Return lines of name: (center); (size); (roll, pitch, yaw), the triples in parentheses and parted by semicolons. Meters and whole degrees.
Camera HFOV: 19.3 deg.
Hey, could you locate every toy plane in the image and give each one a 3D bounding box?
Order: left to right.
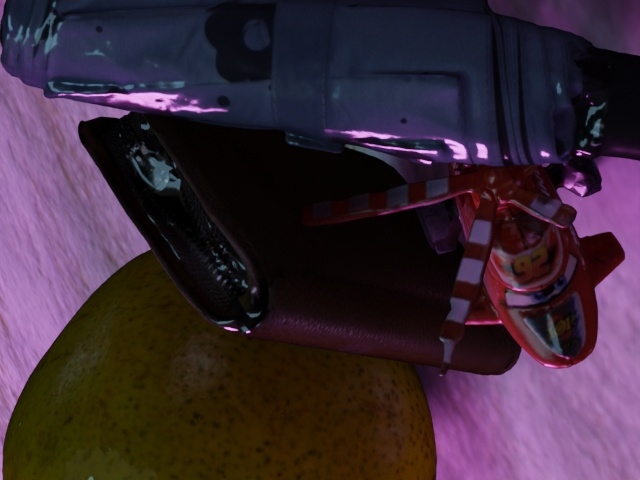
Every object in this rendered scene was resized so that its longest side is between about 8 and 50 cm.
toy plane: (0.044, -0.042, 0.662); (0.194, 0.126, 0.077); (48, 177, 26)

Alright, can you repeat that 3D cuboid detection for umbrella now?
umbrella: (0.021, -0.056, 0.592); (0.250, 0.052, 0.053); (8, 125, 9)

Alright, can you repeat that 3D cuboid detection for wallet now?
wallet: (0.000, 0.000, 0.694); (0.031, 0.198, 0.110); (-46, 63, 18)

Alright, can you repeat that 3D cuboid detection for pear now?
pear: (-0.045, 0.099, 0.840); (0.198, 0.198, 0.198); (41, 145, 38)
